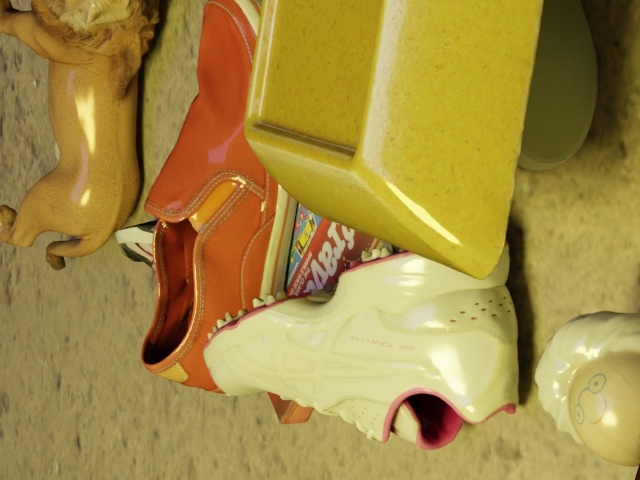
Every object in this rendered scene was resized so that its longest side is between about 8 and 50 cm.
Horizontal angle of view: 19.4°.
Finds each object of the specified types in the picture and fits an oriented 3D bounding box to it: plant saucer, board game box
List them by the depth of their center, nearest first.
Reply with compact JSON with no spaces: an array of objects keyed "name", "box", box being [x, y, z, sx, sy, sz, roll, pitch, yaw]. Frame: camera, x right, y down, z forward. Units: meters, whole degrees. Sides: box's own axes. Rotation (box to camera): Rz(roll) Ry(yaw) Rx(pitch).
[{"name":"plant saucer","box":[0.037,-0.164,1.180,0.333,0.081,0.332,-157,74,-69]},{"name":"board game box","box":[0.000,0.000,1.450,0.145,0.027,0.281,63,143,36]}]

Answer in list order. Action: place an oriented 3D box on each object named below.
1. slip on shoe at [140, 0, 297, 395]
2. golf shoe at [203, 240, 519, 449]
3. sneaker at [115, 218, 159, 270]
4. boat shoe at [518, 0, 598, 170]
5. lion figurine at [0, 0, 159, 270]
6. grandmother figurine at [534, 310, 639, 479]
[{"name":"slip on shoe","box":[-0.084,-0.039,1.470,0.123,0.101,0.331,24,110,62]},{"name":"golf shoe","box":[0.023,0.089,1.311,0.306,0.115,0.140,-23,81,51]},{"name":"sneaker","box":[-0.126,0.017,1.637,0.178,0.072,0.077,-3,99,66]},{"name":"boat shoe","box":[0.117,-0.139,1.190,0.081,0.079,0.227,129,138,-59]},{"name":"lion figurine","box":[-0.223,-0.125,1.763,0.240,0.142,0.392,23,126,50]},{"name":"grandmother figurine","box":[0.228,0.146,0.975,0.208,0.104,0.342,-54,42,12]}]
